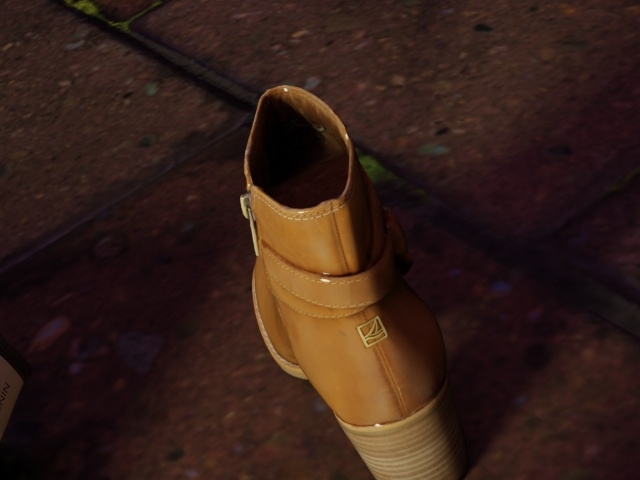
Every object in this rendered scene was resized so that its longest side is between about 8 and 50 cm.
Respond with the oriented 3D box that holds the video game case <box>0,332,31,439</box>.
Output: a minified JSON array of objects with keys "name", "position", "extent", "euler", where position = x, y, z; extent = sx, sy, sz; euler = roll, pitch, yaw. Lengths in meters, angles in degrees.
[{"name":"video game case","position":[-0.283,0.156,0.560],"extent":[0.274,0.035,0.248],"euler":[-6,49,24]}]

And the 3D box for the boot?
[{"name":"boot","position":[0.000,0.000,0.547],"extent":[0.073,0.152,0.197],"euler":[-28,34,-8]}]
